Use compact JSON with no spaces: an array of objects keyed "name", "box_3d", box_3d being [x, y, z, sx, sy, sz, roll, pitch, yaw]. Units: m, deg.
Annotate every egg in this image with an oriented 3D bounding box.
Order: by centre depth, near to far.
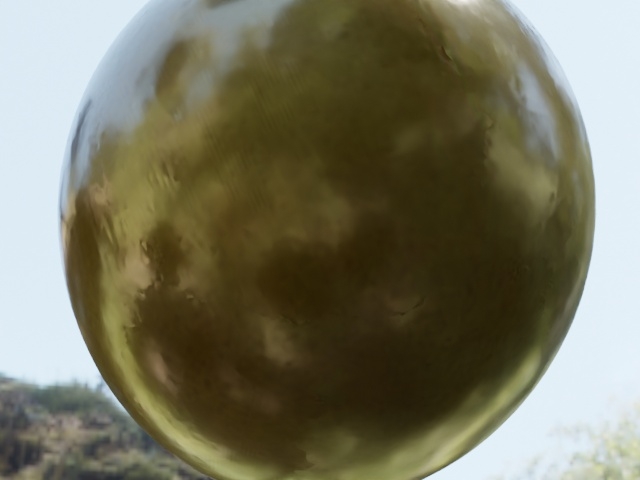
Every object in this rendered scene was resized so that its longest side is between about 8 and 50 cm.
[{"name":"egg","box_3d":[0.000,0.000,0.667,0.250,0.250,0.322,3,-34,-7]}]
